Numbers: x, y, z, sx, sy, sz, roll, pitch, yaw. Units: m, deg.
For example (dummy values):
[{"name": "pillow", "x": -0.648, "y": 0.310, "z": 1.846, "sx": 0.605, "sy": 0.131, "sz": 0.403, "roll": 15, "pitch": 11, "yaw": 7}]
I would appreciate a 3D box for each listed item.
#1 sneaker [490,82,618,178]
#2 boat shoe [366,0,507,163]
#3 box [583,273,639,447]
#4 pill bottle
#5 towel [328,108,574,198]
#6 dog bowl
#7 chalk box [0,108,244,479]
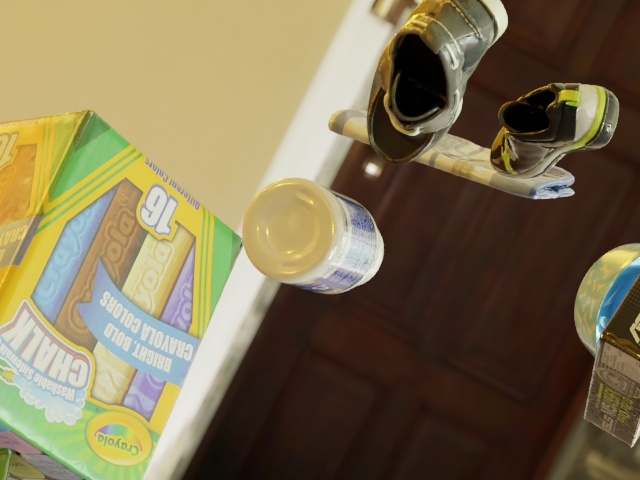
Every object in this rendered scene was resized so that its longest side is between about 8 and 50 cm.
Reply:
[{"name": "sneaker", "x": 0.231, "y": -0.132, "z": 1.964, "sx": 0.097, "sy": 0.084, "sz": 0.234, "roll": 15, "pitch": -18, "yaw": -21}, {"name": "boat shoe", "x": 0.075, "y": -0.124, "z": 1.458, "sx": 0.084, "sy": 0.079, "sz": 0.233, "roll": 36, "pitch": -29, "yaw": 4}, {"name": "box", "x": 0.335, "y": 0.062, "z": 1.708, "sx": 0.060, "sy": 0.216, "sz": 0.270, "roll": 30, "pitch": -16, "yaw": 15}, {"name": "pill bottle", "x": 0.000, "y": 0.000, "z": 1.934, "sx": 0.112, "sy": 0.112, "sz": 0.186, "roll": 29, "pitch": 4, "yaw": 22}, {"name": "towel", "x": 0.166, "y": -0.110, "z": 2.247, "sx": 0.285, "sy": 0.034, "sz": 0.209, "roll": 20, "pitch": 11, "yaw": 20}, {"name": "dog bowl", "x": 0.394, "y": 0.119, "z": 2.015, "sx": 0.297, "sy": 0.166, "sz": 0.074, "roll": 48, "pitch": -7, "yaw": -29}, {"name": "chalk box", "x": -0.217, "y": 0.078, "z": 1.287, "sx": 0.180, "sy": 0.289, "sz": 0.179, "roll": -3, "pitch": -35, "yaw": 43}]
